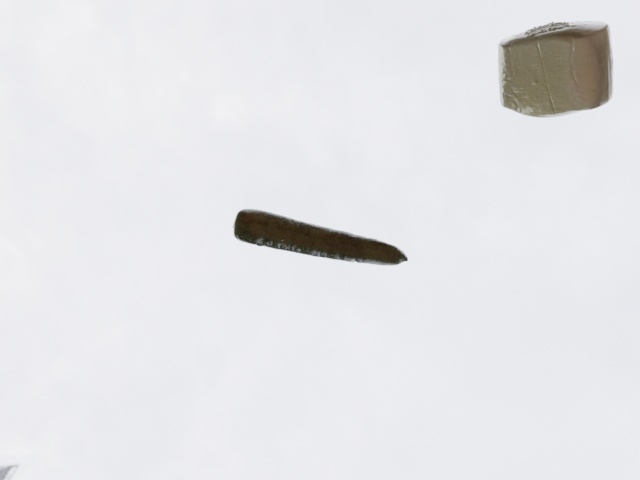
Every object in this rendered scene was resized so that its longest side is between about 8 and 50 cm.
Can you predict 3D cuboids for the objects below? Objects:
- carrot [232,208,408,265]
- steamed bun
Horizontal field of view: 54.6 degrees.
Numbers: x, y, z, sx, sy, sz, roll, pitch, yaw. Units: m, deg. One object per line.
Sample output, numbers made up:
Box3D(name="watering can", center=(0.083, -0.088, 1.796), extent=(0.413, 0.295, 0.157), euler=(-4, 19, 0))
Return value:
Box3D(name="carrot", center=(0.000, 0.000, 1.248), extent=(0.358, 0.074, 0.074), euler=(11, -103, 1))
Box3D(name="steamed bun", center=(0.520, -0.378, 1.364), extent=(0.155, 0.200, 0.250), euler=(-33, -151, -32))
